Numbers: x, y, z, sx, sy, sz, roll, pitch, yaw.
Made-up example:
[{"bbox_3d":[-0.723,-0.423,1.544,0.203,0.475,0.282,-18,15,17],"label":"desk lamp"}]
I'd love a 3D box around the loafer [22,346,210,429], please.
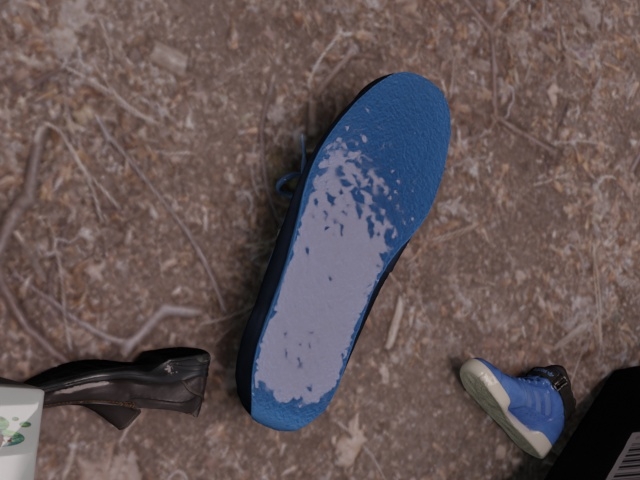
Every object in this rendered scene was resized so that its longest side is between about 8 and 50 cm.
[{"bbox_3d":[-0.169,0.131,1.056,0.170,0.062,0.061,-4,97,-30],"label":"loafer"}]

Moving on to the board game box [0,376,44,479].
[{"bbox_3d":[-0.294,0.242,0.882,0.097,0.224,0.304,7,85,-32],"label":"board game box"}]

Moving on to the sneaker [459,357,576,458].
[{"bbox_3d":[0.208,0.149,1.285,0.085,0.058,0.152,-50,118,-15],"label":"sneaker"}]

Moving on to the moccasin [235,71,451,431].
[{"bbox_3d":[0.000,0.000,1.132,0.137,0.117,0.342,32,78,-14],"label":"moccasin"}]

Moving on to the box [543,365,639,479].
[{"bbox_3d":[0.408,0.423,1.194,0.480,0.297,0.472,-41,110,-47],"label":"box"}]
